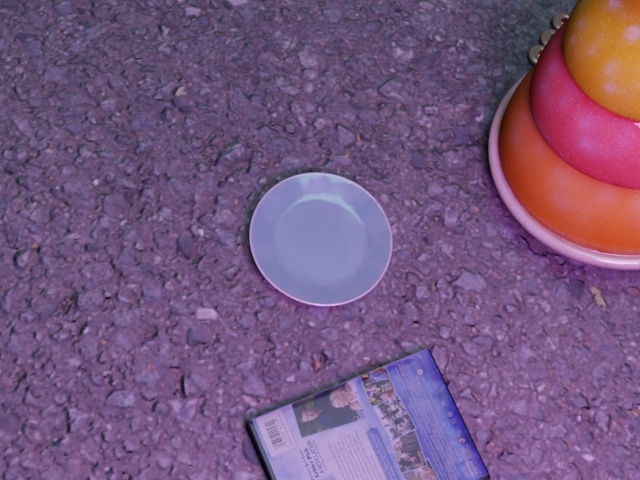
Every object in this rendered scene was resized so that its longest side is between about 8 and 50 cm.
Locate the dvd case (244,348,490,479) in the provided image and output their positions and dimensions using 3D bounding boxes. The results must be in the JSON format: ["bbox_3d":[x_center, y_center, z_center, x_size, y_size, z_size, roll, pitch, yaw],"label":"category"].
[{"bbox_3d":[0.058,0.256,1.307,0.253,0.022,0.180,-20,73,-17],"label":"dvd case"}]

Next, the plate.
[{"bbox_3d":[0.000,0.000,1.404,0.188,0.024,0.188,4,66,-9],"label":"plate"}]

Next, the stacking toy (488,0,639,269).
[{"bbox_3d":[0.388,-0.207,1.284,0.350,0.480,0.351,-2,63,4],"label":"stacking toy"}]

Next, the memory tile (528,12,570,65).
[{"bbox_3d":[0.385,-0.263,1.585,0.148,0.012,0.113,36,67,6],"label":"memory tile"}]
